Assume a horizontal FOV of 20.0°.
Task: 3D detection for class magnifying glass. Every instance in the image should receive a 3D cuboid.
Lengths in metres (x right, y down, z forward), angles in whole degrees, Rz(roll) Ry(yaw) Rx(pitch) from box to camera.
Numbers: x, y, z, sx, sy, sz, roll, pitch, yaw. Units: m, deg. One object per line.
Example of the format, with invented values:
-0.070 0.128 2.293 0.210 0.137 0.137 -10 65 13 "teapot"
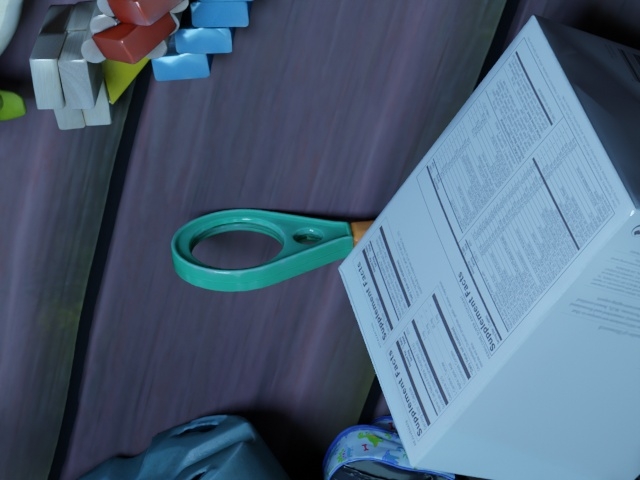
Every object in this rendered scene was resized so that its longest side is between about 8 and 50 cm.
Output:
0.000 0.000 1.399 0.231 0.092 0.026 -4 122 -6 "magnifying glass"

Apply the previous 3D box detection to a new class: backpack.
0.058 0.202 1.532 0.114 0.084 0.105 14 127 -8 "backpack"

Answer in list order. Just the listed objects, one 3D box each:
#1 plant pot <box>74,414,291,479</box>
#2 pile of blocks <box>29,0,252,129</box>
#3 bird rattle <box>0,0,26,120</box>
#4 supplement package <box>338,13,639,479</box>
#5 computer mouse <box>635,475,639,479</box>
-0.088 0.346 1.490 0.341 0.341 0.334 -24 102 20 "plant pot"
-0.081 -0.185 1.245 0.149 0.113 0.362 28 123 -15 "pile of blocks"
-0.311 -0.173 1.294 0.253 0.143 0.207 38 109 -7 "bird rattle"
0.181 0.019 1.289 0.199 0.198 0.263 13 129 -32 "supplement package"
0.272 0.161 1.523 0.071 0.041 0.242 -5 132 -13 "computer mouse"
